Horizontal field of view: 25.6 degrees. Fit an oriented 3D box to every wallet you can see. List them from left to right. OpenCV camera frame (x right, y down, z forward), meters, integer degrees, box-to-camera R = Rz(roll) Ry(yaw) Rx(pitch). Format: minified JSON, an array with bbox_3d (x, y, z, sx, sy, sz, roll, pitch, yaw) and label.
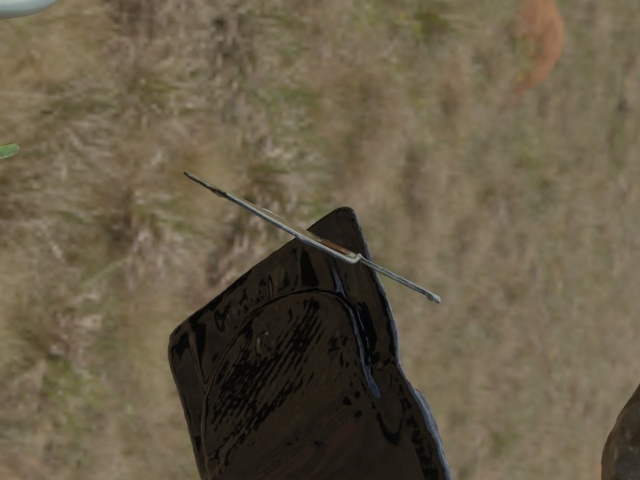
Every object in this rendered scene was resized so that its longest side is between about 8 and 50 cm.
[{"bbox_3d":[-0.013,0.154,1.091,0.041,0.247,0.323,13,48,-44],"label":"wallet"}]

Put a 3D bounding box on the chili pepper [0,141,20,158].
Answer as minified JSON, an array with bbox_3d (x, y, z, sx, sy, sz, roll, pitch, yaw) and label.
[{"bbox_3d":[-0.426,-0.010,1.276,0.368,0.092,0.137,-36,-179,-20],"label":"chili pepper"}]

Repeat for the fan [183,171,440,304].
[{"bbox_3d":[0.000,0.000,1.028,0.009,0.220,0.132,-63,-159,3],"label":"fan"}]

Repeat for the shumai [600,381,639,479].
[{"bbox_3d":[0.435,0.202,1.181,0.346,0.283,0.217,-6,103,-32],"label":"shumai"}]

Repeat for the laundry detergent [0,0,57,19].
[{"bbox_3d":[-0.511,-0.382,1.653,0.397,0.124,0.264,-12,94,-35],"label":"laundry detergent"}]
